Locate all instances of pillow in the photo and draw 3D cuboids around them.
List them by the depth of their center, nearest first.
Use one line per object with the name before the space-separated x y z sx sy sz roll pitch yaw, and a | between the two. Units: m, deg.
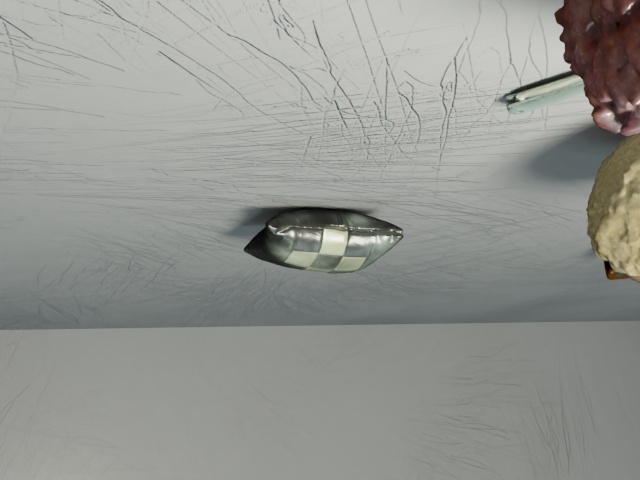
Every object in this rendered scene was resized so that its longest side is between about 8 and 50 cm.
pillow | 0.000 0.000 1.583 0.250 0.106 0.186 5 163 -19

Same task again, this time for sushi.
sushi | 0.338 -0.181 0.736 0.270 0.171 0.236 -10 177 -29

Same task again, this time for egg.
egg | 0.516 -0.057 1.227 0.310 0.279 0.279 -32 167 -5

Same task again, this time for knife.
knife | 0.300 -0.188 1.089 0.162 0.023 0.044 -15 159 38

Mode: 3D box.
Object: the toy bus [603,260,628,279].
toy bus | 0.838 0.015 1.968 0.408 0.093 0.092 -9 158 13
